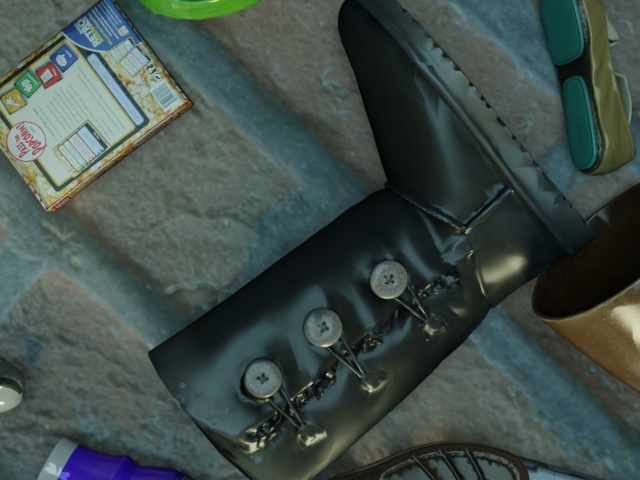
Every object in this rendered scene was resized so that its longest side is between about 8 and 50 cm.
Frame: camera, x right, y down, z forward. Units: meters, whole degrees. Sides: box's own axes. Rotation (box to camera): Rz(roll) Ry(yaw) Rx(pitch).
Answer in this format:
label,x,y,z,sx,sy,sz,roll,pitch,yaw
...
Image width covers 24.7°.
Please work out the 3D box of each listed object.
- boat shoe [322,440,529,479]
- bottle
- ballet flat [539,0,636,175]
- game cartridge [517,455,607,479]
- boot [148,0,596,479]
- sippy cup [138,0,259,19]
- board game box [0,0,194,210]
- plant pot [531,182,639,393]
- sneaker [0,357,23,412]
label,x,y,z,sx,sy,sz,roll,pitch,yaw
boat shoe,0.092,0.262,1.534,0.257,0.095,0.095,-10,84,10
bottle,-0.164,0.302,1.543,0.282,0.092,0.118,29,93,1
ballet flat,0.284,-0.185,1.545,0.073,0.080,0.232,-11,93,-26
game cartridge,0.304,0.357,1.550,0.297,0.062,0.198,16,95,2
boot,0.001,0.002,1.522,0.445,0.146,0.367,-40,87,6
sippy cup,-0.140,-0.391,1.483,0.224,0.240,0.306,-21,113,-8
board game box,-0.257,-0.146,1.565,0.193,0.045,0.147,-36,90,2
plant pot,0.369,0.084,1.484,0.215,0.215,0.230,-42,104,2
sneaker,-0.455,0.194,1.561,0.297,0.111,0.129,-12,106,6
